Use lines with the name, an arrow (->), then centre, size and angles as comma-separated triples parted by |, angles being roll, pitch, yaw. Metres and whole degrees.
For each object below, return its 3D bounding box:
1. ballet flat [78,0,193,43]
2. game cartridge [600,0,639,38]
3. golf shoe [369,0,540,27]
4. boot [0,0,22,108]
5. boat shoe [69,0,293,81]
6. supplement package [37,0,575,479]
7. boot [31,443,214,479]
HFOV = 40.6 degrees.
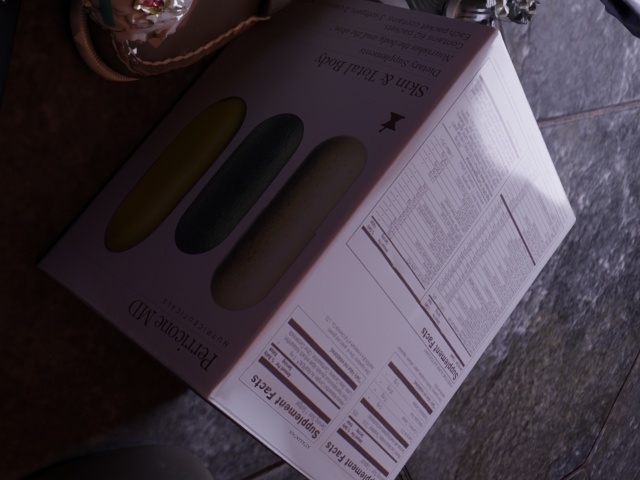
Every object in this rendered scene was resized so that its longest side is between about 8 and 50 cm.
ballet flat -> -0.072, -0.223, 0.457 | 0.077, 0.091, 0.241 | 89, 13, -84
game cartridge -> 0.243, -0.288, 0.599 | 0.355, 0.068, 0.230 | 10, 108, -54
golf shoe -> 0.105, -0.219, 0.672 | 0.273, 0.120, 0.105 | -34, 128, -59
boot -> -0.216, -0.167, 0.366 | 0.246, 0.094, 0.207 | 20, 91, -54
boat shoe -> -0.025, -0.208, 0.542 | 0.305, 0.091, 0.109 | -47, 136, -18
supplement package -> 0.000, 0.000, 0.590 | 0.263, 0.199, 0.198 | -52, 137, -13
boot -> -0.207, 0.252, 0.609 | 0.305, 0.112, 0.115 | -30, 159, -37
